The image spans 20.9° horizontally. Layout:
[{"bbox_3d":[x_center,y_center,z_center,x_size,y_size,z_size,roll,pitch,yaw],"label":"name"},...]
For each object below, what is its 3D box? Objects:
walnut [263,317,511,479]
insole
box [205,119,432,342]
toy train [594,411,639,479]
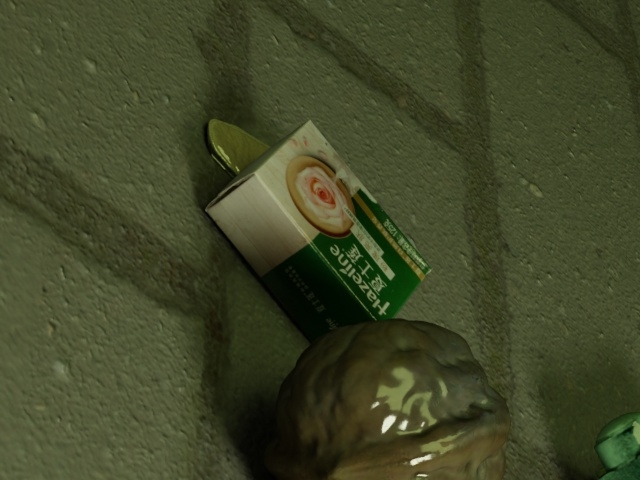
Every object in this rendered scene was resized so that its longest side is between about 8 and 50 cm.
[{"bbox_3d":[0.054,0.170,1.456,0.224,0.224,0.224,35,35,-29],"label":"walnut"},{"bbox_3d":[-0.021,-0.047,1.754,0.248,0.011,0.081,33,35,-32],"label":"insole"},{"bbox_3d":[0.000,0.000,1.657,0.199,0.081,0.135,49,35,-5],"label":"box"},{"bbox_3d":[0.442,0.368,1.817,0.442,0.179,0.272,59,23,10],"label":"toy train"}]
